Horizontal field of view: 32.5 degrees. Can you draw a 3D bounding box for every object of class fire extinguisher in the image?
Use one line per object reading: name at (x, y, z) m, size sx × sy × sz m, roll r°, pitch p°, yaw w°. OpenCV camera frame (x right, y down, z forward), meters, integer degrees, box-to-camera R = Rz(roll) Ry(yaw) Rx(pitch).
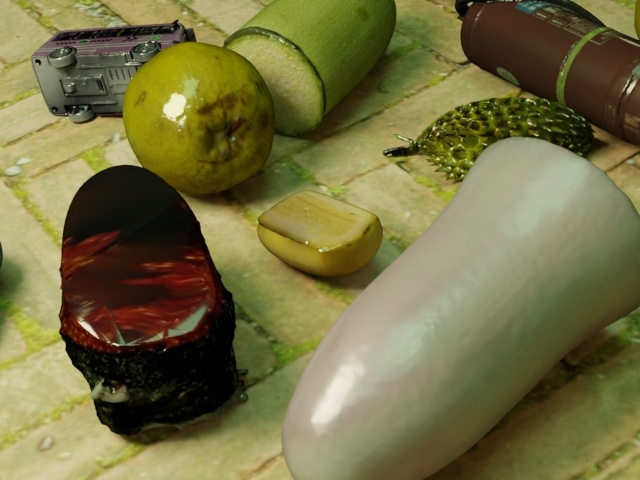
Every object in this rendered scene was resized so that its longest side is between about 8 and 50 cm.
fire extinguisher at (0.257, -0.194, 1.163) m, size 0.105 × 0.141 × 0.341 m, roll -56°, pitch 43°, yaw 6°

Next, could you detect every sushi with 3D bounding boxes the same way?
sushi at (-0.142, 0.048, 0.888) m, size 0.136 × 0.126 × 0.225 m, roll -13°, pitch 44°, yaw -11°

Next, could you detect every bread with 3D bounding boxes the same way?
bread at (0.000, 0.000, 0.978) m, size 0.115 × 0.056 × 0.082 m, roll 20°, pitch 44°, yaw 40°

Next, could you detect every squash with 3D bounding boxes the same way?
squash at (0.004, -0.230, 1.214) m, size 0.132 × 0.132 × 0.247 m, roll 14°, pitch 43°, yaw 24°

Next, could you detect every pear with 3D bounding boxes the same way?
pear at (-0.118, -0.120, 1.078) m, size 0.148 × 0.149 × 0.162 m, roll -19°, pitch 35°, yaw -16°

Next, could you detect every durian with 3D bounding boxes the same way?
durian at (0.170, -0.096, 1.084) m, size 0.215 × 0.086 × 0.100 m, roll -2°, pitch 4°, yaw 1°

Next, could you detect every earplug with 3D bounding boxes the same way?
earplug at (0.087, 0.073, 0.799) m, size 0.172 × 0.172 × 0.301 m, roll 28°, pitch 55°, yaw 36°

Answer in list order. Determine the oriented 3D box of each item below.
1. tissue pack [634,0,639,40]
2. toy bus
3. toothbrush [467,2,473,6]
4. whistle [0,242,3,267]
tissue pack at (0.440, -0.246, 1.180) m, size 0.178 × 0.123 × 0.127 m, roll -11°, pitch 34°, yaw -7°
toy bus at (-0.223, -0.194, 1.228) m, size 0.178 × 0.087 × 0.098 m, roll 0°, pitch 36°, yaw 16°
toothbrush at (0.176, -0.305, 1.375) m, size 0.269 × 0.027 × 0.021 m, roll 24°, pitch 60°, yaw 36°
whistle at (-0.324, 0.031, 0.978) m, size 0.090 × 0.090 × 0.158 m, roll -9°, pitch 77°, yaw -4°
